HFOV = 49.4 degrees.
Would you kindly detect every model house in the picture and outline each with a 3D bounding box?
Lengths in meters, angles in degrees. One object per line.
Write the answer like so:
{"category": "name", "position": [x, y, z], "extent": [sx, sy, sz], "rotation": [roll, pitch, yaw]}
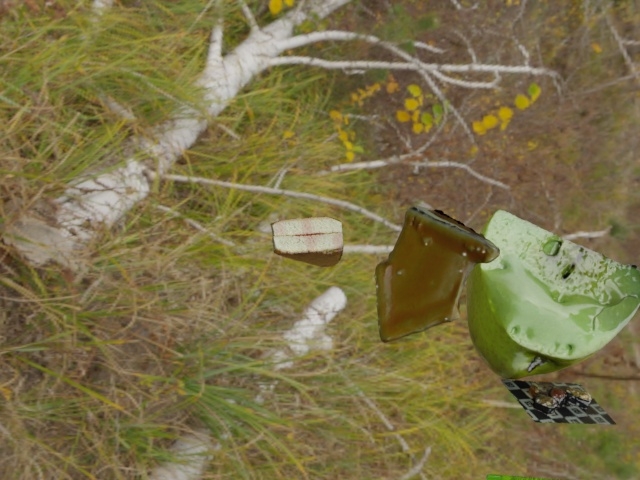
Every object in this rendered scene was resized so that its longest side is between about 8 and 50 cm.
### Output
{"category": "model house", "position": [0.184, 0.069, 1.211], "extent": [0.239, 0.173, 0.268], "rotation": [-65, 169, 8]}

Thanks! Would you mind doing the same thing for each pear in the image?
{"category": "pear", "position": [0.441, 0.149, 1.431], "extent": [0.318, 0.342, 0.238], "rotation": [-57, 165, -27]}

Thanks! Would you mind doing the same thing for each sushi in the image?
{"category": "sushi", "position": [0.477, 0.307, 1.376], "extent": [0.201, 0.139, 0.031], "rotation": [6, 112, -19]}

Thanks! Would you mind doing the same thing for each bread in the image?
{"category": "bread", "position": [0.000, 0.000, 0.757], "extent": [0.109, 0.062, 0.043], "rotation": [18, 61, -54]}

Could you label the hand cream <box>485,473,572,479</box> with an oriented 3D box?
{"category": "hand cream", "position": [0.243, 0.271, 0.759], "extent": [0.036, 0.122, 0.023], "rotation": [-58, 138, -52]}
